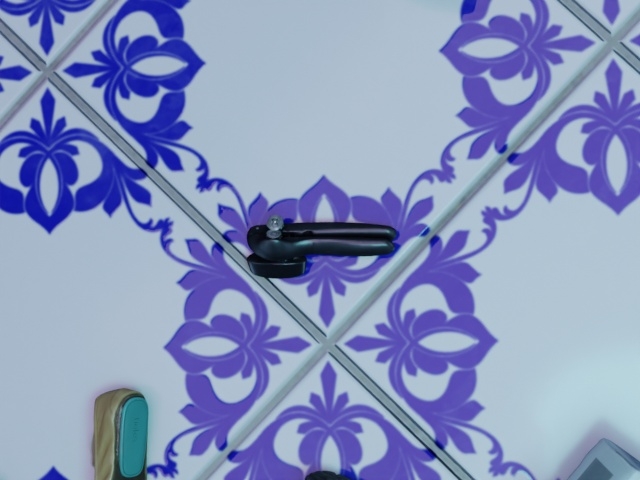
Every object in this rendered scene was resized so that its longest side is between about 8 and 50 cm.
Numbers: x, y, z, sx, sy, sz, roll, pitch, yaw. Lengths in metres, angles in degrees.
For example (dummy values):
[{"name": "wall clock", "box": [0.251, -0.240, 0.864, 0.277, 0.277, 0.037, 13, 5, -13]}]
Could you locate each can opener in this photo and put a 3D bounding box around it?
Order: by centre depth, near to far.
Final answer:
[{"name": "can opener", "box": [0.000, 0.000, 1.867, 0.186, 0.073, 0.059, -7, 48, 7]}]

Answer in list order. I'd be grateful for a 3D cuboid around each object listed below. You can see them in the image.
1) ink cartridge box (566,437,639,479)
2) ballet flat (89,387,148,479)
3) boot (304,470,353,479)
[{"name": "ink cartridge box", "box": [0.358, 0.440, 1.719, 0.385, 0.091, 0.308, 36, 95, -27]}, {"name": "ballet flat", "box": [-0.251, 0.297, 1.893, 0.073, 0.080, 0.232, 1, 85, 38]}, {"name": "boot", "box": [0.085, 0.438, 1.812, 0.338, 0.118, 0.222, 27, 100, 14]}]
